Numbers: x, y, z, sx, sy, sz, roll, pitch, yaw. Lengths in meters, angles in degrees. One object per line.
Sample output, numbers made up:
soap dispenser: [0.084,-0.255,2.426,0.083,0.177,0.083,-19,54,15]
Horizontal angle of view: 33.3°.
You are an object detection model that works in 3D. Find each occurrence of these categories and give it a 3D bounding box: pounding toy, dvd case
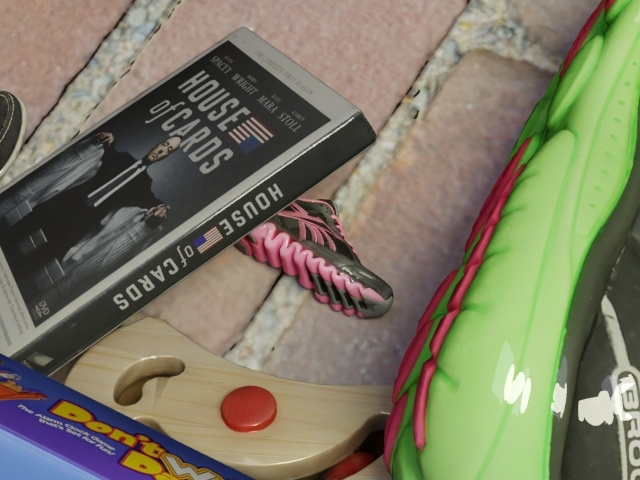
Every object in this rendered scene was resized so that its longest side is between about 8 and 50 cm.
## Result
pounding toy: [-0.055,0.145,0.580,0.270,0.154,0.154,-2,38,-2]
dvd case: [-0.105,-0.031,0.640,0.239,0.029,0.179,-36,36,-7]

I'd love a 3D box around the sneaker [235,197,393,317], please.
sneaker: [0.000,0.000,0.650,0.119,0.047,0.057,33,64,19]

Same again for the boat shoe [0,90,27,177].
boat shoe: [-0.241,-0.051,0.709,0.046,0.038,0.125,27,74,19]

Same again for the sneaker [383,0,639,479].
sneaker: [0.206,-0.028,0.549,0.202,0.185,0.482,31,65,2]

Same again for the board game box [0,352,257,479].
board game box: [-0.085,0.207,0.438,0.347,0.078,0.233,25,96,8]
